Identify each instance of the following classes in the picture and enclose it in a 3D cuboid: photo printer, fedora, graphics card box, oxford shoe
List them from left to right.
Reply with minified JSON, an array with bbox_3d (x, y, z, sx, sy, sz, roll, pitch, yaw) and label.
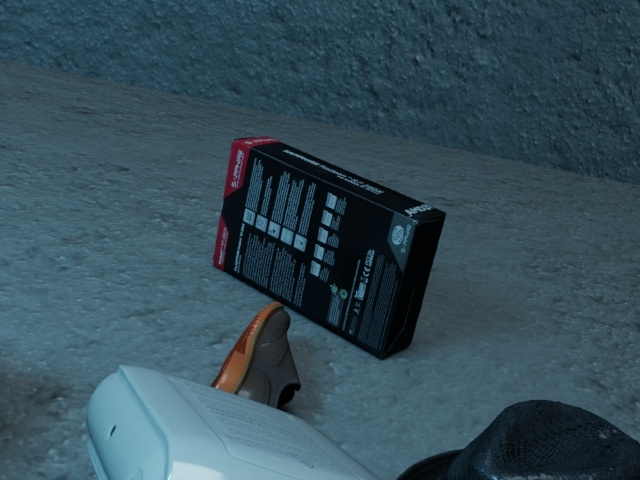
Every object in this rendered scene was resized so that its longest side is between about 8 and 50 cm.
[{"bbox_3d":[-0.066,0.218,0.771,0.256,0.107,0.307,23,-3,-23],"label":"photo printer"},{"bbox_3d":[-0.074,0.169,1.120,0.098,0.096,0.271,33,26,-2],"label":"oxford shoe"},{"bbox_3d":[0.000,0.000,1.368,0.371,0.232,0.094,26,24,33],"label":"graphics card box"},{"bbox_3d":[0.238,0.268,0.924,0.334,0.152,0.334,11,20,-4],"label":"fedora"}]
